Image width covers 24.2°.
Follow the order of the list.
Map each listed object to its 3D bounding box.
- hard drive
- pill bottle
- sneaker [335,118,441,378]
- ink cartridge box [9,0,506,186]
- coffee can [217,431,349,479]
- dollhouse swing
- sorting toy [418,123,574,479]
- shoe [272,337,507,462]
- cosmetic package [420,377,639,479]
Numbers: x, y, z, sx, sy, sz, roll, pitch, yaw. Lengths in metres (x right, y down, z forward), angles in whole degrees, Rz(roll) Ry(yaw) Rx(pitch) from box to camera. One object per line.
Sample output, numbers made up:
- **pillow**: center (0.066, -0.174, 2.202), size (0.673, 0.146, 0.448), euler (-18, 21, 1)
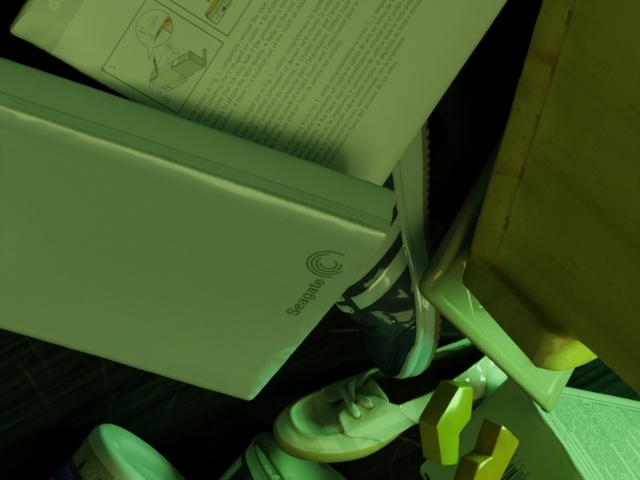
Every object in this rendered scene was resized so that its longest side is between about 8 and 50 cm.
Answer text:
- **hard drive**: center (-0.164, -0.011, 0.931), size (0.353, 0.047, 0.233), euler (18, 143, -17)
- **pill bottle**: center (-0.193, 0.248, 1.186), size (0.186, 0.112, 0.112), euler (-49, 132, 3)
- **sneaker**: center (0.000, 0.000, 1.090), size (0.153, 0.099, 0.282), euler (-17, 127, -15)
- **ink cartridge box**: center (-0.007, -0.190, 0.902), size (0.261, 0.066, 0.296), euler (30, 97, -29)
- **coffee can**: center (-0.069, 0.327, 1.246), size (0.275, 0.201, 0.201), euler (-49, 131, 8)
- **dollhouse swing**: center (0.293, -0.066, 0.942), size (0.315, 0.305, 0.346), euler (-16, 129, -44)
- **sorting toy**: center (0.148, 0.037, 1.142), size (0.229, 0.041, 0.307), euler (44, 70, -45)
- **shoe**: center (0.061, 0.126, 1.247), size (0.219, 0.076, 0.058), euler (-14, 130, -24)
- **cosmetic package**: center (0.244, 0.228, 1.322), size (0.296, 0.153, 0.129), euler (16, 123, -47)
